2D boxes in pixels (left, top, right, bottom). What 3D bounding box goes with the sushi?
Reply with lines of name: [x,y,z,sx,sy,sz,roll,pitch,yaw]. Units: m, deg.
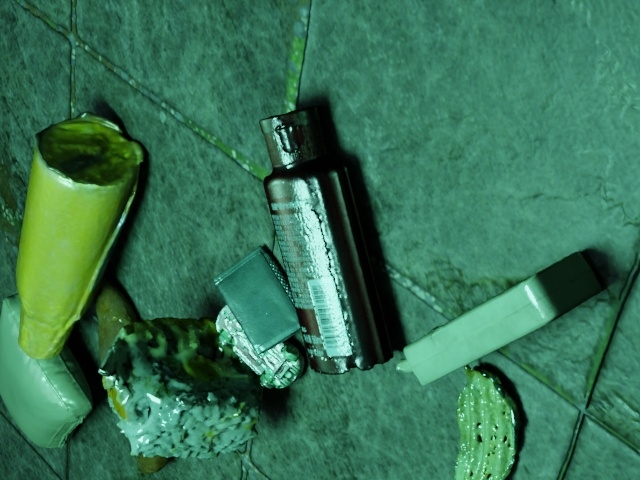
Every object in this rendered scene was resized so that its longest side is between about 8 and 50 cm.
sushi: [-0.198,0.203,1.638,0.139,0.274,0.184,-65,35,33]

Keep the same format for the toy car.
toy car: [-0.082,0.142,1.630,0.142,0.055,0.069,43,115,13]

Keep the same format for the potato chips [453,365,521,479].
potato chips: [0.189,0.240,1.373,0.092,0.028,0.207,30,127,41]

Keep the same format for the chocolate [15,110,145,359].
chocolate: [-0.398,0.015,1.858,0.162,0.162,0.445,47,135,26]

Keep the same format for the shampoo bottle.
shampoo bottle: [0.000,0.000,1.442,0.129,0.084,0.323,-6,102,50]

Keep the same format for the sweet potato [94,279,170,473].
sweet potato: [-0.307,0.228,1.922,0.114,0.092,0.341,6,113,67]

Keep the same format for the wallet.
wallet: [-0.078,0.080,1.590,0.088,0.026,0.129,-35,73,6]

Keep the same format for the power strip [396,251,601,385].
power strip: [0.174,0.095,1.267,0.053,0.093,0.288,60,142,6]

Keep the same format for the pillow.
pillow: [-0.517,0.247,2.146,0.255,0.120,0.322,59,153,8]
